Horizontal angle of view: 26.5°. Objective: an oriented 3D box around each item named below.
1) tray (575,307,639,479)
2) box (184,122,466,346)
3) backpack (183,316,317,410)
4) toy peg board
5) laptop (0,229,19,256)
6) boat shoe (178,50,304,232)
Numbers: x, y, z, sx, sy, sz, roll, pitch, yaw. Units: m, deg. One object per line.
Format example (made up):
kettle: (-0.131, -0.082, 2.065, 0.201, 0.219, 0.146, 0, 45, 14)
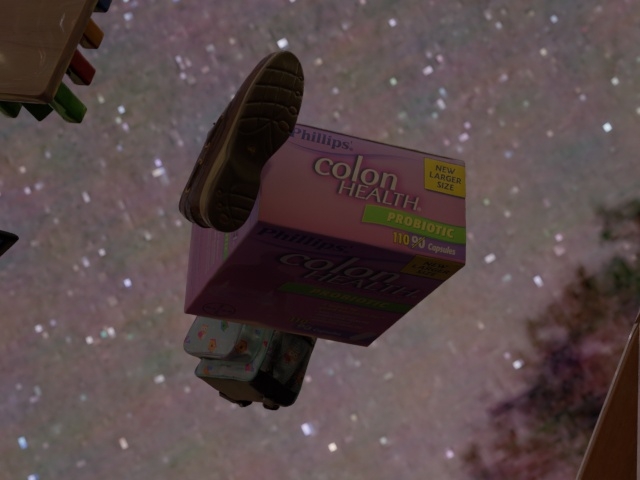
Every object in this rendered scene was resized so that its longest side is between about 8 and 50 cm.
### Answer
tray: (0.126, 0.217, 0.509, 0.076, 0.411, 0.203, 15, -58, 4)
box: (0.000, 0.000, 1.375, 0.213, 0.117, 0.243, 12, -28, -18)
backpack: (-0.079, 0.112, 1.808, 0.144, 0.188, 0.166, 42, -25, -25)
toy peg board: (-0.267, -0.184, 1.248, 0.161, 0.160, 0.079, 8, -25, 28)
laptop: (-0.345, 0.094, 0.900, 0.234, 0.264, 0.136, -40, -64, 19)
boat shoe: (-0.072, -0.091, 1.188, 0.064, 0.060, 0.178, 42, -114, -43)
